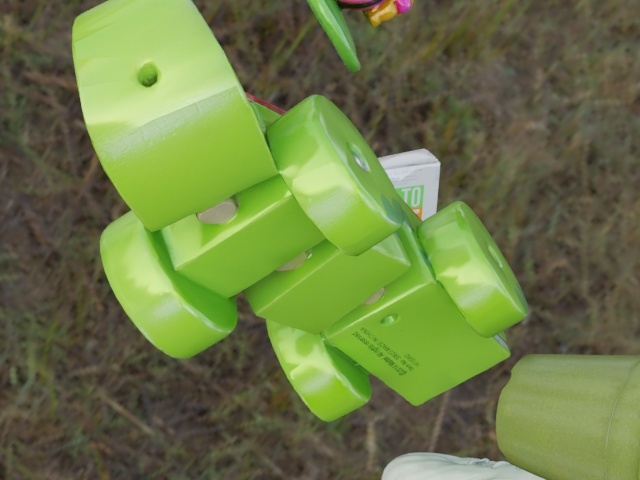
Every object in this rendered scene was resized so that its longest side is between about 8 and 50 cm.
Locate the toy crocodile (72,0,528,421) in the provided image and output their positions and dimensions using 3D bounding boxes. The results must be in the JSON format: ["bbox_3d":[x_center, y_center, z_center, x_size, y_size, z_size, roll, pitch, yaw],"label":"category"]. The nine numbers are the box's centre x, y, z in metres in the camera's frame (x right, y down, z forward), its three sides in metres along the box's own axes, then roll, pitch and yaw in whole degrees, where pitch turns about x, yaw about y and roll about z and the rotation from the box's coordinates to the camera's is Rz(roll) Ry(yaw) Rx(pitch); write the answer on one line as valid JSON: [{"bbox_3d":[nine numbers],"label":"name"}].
[{"bbox_3d":[0.000,0.000,0.648,0.340,0.115,0.105,34,29,-55],"label":"toy crocodile"}]

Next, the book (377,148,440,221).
[{"bbox_3d":[0.067,-0.015,1.437,0.096,0.144,0.035,-10,31,-20],"label":"book"}]

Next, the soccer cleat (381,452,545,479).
[{"bbox_3d":[0.122,0.134,0.726,0.196,0.076,0.068,16,20,30],"label":"soccer cleat"}]

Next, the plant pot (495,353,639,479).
[{"bbox_3d":[0.121,0.081,0.613,0.079,0.083,0.083,7,20,37],"label":"plant pot"}]

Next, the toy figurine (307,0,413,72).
[{"bbox_3d":[0.047,-0.186,0.718,0.130,0.159,0.173,55,7,-49],"label":"toy figurine"}]
